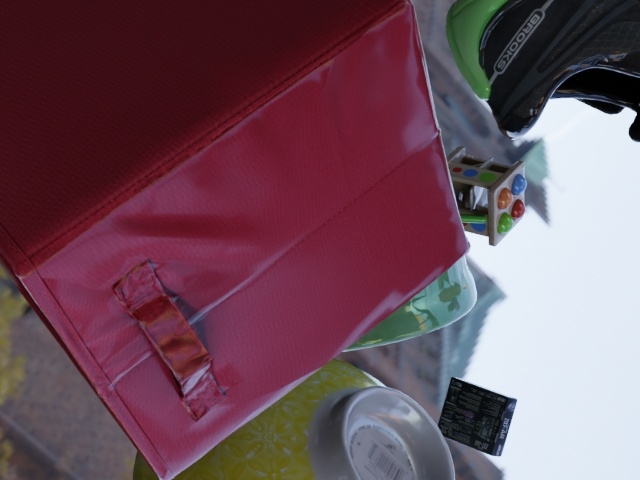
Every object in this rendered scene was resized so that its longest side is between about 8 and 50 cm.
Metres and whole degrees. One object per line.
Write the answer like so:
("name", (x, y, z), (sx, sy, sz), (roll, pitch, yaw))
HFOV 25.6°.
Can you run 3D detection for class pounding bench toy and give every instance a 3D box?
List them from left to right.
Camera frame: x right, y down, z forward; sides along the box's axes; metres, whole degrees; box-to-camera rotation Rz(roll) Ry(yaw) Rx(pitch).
("pounding bench toy", (0.117, -0.027, 1.092), (0.065, 0.052, 0.083), (17, -141, 29))

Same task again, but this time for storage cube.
("storage cube", (-0.068, -0.041, 0.660), (0.193, 0.184, 0.215), (-37, -127, -12))

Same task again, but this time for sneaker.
("sneaker", (0.366, -0.205, 1.429), (0.482, 0.202, 0.185), (-13, 171, -8))

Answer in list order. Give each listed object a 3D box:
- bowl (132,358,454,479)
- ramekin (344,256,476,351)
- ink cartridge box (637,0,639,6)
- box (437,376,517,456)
("bowl", (0.013, 0.199, 1.117), (0.156, 0.289, 0.289), (-37, -160, 38))
("ramekin", (0.000, 0.000, 1.417), (0.303, 0.148, 0.303), (-5, -168, 1))
("ink cartridge box", (0.225, -0.078, 0.761), (0.065, 0.311, 0.186), (-23, -164, 13))
("box", (0.170, 0.192, 1.541), (0.083, 0.018, 0.067), (15, -90, 45))
